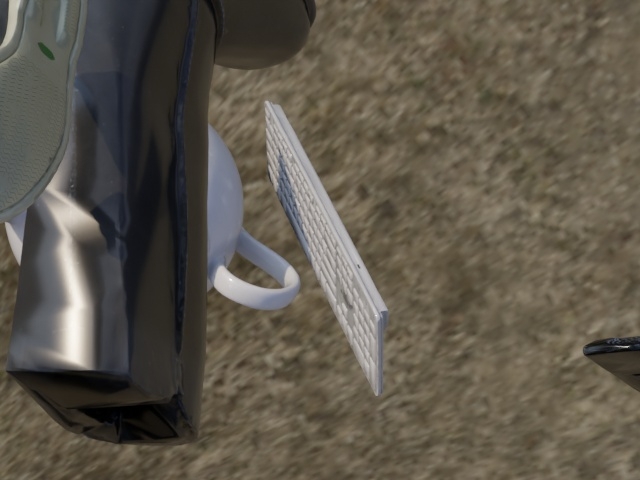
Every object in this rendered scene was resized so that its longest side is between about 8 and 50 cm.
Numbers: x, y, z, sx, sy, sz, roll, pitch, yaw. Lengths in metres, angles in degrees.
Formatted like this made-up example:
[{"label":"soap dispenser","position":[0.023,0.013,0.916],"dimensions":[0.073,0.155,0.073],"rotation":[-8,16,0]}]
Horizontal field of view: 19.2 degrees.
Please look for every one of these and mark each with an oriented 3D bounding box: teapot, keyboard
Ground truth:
[{"label":"teapot","position":[-0.183,-0.011,1.834],"dimensions":[0.256,0.187,0.252],"rotation":[-24,118,3]},{"label":"keyboard","position":[0.000,0.000,1.319],"dimensions":[0.014,0.072,0.256],"rotation":[-7,39,-16]}]

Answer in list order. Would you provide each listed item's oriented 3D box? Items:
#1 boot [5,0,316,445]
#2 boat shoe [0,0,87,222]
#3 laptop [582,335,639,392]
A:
[{"label":"boot","position":[-0.109,-0.055,1.462],"dimensions":[0.367,0.146,0.445],"rotation":[35,47,-58]},{"label":"boat shoe","position":[-0.202,-0.091,1.163],"dimensions":[0.084,0.079,0.233],"rotation":[51,30,-37]},{"label":"laptop","position":[0.299,0.137,1.073],"dimensions":[0.234,0.264,0.136],"rotation":[-6,73,23]}]
